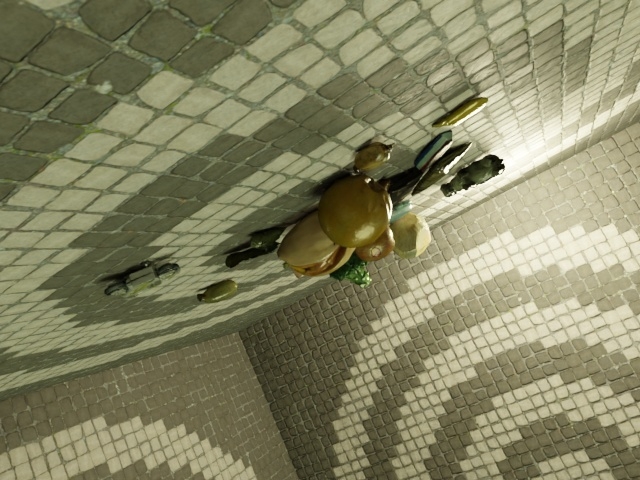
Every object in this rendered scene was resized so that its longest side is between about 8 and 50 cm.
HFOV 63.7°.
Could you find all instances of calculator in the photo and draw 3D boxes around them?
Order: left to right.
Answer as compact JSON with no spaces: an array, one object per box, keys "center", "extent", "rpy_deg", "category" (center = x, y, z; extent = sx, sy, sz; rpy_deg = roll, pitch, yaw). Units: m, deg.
[{"center":[0.337,-0.118,2.444],"extent":[0.185,0.041,0.299],"rpy_deg":[-20,169,-25],"category":"calculator"}]

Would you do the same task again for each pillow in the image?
[{"center":[0.447,-0.265,1.917],"extent":[0.208,0.052,0.212],"rpy_deg":[-36,170,-29],"category":"pillow"}]

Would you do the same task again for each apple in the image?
[{"center":[0.223,-0.013,2.265],"extent":[0.188,0.211,0.211],"rpy_deg":[-24,169,5],"category":"apple"}]

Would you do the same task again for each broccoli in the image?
[{"center":[0.157,0.123,2.607],"extent":[0.270,0.270,0.270],"rpy_deg":[-35,-165,11],"category":"broccoli"}]

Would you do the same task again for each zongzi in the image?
[{"center":[-0.181,-0.017,1.774],"extent":[0.119,0.055,0.109],"rpy_deg":[-39,165,11],"category":"zongzi"}]

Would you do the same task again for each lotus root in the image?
[{"center":[-0.449,0.230,2.258],"extent":[0.183,0.077,0.090],"rpy_deg":[-21,168,-29],"category":"lotus root"},{"center":[0.146,-0.235,1.426],"extent":[0.072,0.063,0.152],"rpy_deg":[23,145,-38],"category":"lotus root"}]

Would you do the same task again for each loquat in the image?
[{"center":[0.104,-0.086,1.618],"extent":[0.244,0.244,0.244],"rpy_deg":[-24,169,-5],"category":"loquat"}]

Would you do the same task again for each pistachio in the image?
[{"center":[0.000,0.000,1.838],"extent":[0.309,0.230,0.230],"rpy_deg":[-34,167,17],"category":"pistachio"}]

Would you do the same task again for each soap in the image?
[{"center":[0.403,-0.360,1.482],"extent":[0.168,0.033,0.089],"rpy_deg":[-32,165,36],"category":"soap"}]

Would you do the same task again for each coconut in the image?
[{"center":[0.451,-0.021,2.646],"extent":[0.197,0.237,0.237],"rpy_deg":[20,-159,38],"category":"coconut"}]

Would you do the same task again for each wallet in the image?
[{"center":[0.311,-0.188,2.005],"extent":[0.170,0.044,0.321],"rpy_deg":[-35,171,-9],"category":"wallet"}]

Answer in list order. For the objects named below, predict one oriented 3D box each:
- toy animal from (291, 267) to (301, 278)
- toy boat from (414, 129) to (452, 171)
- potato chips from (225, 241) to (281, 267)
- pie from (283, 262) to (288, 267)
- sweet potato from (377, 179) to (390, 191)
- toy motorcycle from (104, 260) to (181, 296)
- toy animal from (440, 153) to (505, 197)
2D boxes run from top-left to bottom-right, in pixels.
[{"center":[-0.039,0.067,2.199],"extent":[0.197,0.171,0.171],"rpy_deg":[-22,169,-1],"category":"toy animal"},{"center":[0.374,-0.291,1.724],"extent":[0.080,0.046,0.229],"rpy_deg":[-25,168,-24],"category":"toy boat"},{"center":[-0.239,0.045,1.854],"extent":[0.209,0.026,0.142],"rpy_deg":[-30,-155,-33],"category":"potato chips"},{"center":[-0.147,0.111,2.511],"extent":[0.084,0.021,0.084],"rpy_deg":[-27,167,-7],"category":"pie"},{"center":[0.228,-0.194,1.833],"extent":[0.049,0.049,0.117],"rpy_deg":[-22,172,-17],"category":"sweet potato"},{"center":[-0.540,0.122,1.577],"extent":[0.228,0.074,0.151],"rpy_deg":[-23,172,-17],"category":"toy motorcycle"},{"center":[0.645,-0.271,2.253],"extent":[0.168,0.106,0.343],"rpy_deg":[-25,178,-39],"category":"toy animal"}]
